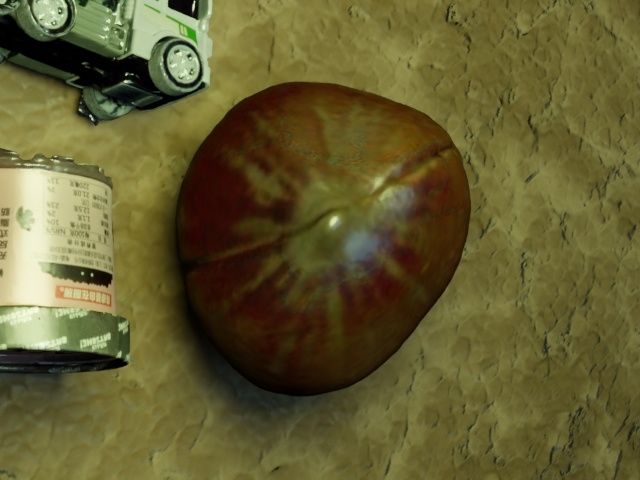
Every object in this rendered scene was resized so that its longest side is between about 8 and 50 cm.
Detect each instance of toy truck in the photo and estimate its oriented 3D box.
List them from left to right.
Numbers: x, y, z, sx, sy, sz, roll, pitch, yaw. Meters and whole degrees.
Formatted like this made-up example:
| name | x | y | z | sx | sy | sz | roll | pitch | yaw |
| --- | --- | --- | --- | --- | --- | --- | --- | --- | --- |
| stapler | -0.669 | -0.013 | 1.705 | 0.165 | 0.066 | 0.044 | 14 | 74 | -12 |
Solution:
| name | x | y | z | sx | sy | sz | roll | pitch | yaw |
| --- | --- | --- | --- | --- | --- | --- | --- | --- | --- |
| toy truck | -0.190 | -0.170 | 1.207 | 0.253 | 0.114 | 0.124 | 18 | 70 | -36 |

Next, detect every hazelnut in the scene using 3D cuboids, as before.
| name | x | y | z | sx | sy | sz | roll | pitch | yaw |
| --- | --- | --- | --- | --- | --- | --- | --- | --- | --- |
| hazelnut | 0.000 | 0.000 | 1.286 | 0.229 | 0.229 | 0.229 | -2 | 93 | -37 |

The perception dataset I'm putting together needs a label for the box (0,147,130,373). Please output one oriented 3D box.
| name | x | y | z | sx | sy | sz | roll | pitch | yaw |
| --- | --- | --- | --- | --- | --- | --- | --- | --- | --- |
| box | -0.198 | 0.015 | 1.186 | 0.151 | 0.151 | 0.135 | 8 | 79 | -37 |
